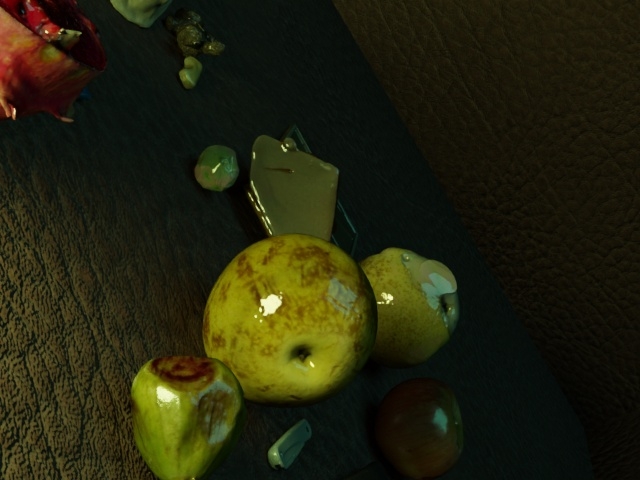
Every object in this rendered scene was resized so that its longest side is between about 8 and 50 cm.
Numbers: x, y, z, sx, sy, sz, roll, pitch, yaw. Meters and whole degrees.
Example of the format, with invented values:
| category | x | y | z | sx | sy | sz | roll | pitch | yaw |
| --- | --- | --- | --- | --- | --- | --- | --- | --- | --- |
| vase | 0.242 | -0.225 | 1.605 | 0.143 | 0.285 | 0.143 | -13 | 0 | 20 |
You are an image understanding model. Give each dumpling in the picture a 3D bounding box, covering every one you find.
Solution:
| category | x | y | z | sx | sy | sz | roll | pitch | yaw |
| --- | --- | --- | --- | --- | --- | --- | --- | --- | --- |
| dumpling | -0.325 | -0.467 | 1.800 | 0.111 | 0.181 | 0.155 | 33 | -48 | 52 |

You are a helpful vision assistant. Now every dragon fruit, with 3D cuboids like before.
| category | x | y | z | sx | sy | sz | roll | pitch | yaw |
| --- | --- | --- | --- | --- | --- | --- | --- | --- | --- |
| dragon fruit | -0.420 | -0.255 | 1.049 | 0.371 | 0.249 | 0.386 | 56 | 9 | 28 |

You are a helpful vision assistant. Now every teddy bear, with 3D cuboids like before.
| category | x | y | z | sx | sy | sz | roll | pitch | yaw |
| --- | --- | --- | --- | --- | --- | --- | --- | --- | --- |
| teddy bear | -0.254 | -0.402 | 1.943 | 0.119 | 0.078 | 0.160 | 21 | 25 | -33 |

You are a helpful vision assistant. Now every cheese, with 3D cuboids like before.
| category | x | y | z | sx | sy | sz | roll | pitch | yaw |
| --- | --- | --- | --- | --- | --- | --- | --- | --- | --- |
| cheese | -0.254 | -0.327 | 1.899 | 0.044 | 0.030 | 0.083 | 59 | 24 | -33 |

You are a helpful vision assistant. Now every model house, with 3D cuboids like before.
| category | x | y | z | sx | sy | sz | roll | pitch | yaw |
| --- | --- | --- | --- | --- | --- | --- | --- | --- | --- |
| model house | -0.054 | -0.076 | 1.934 | 0.229 | 0.200 | 0.219 | 101 | 7 | -81 |

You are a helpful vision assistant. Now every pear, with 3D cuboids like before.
| category | x | y | z | sx | sy | sz | roll | pitch | yaw |
| --- | --- | --- | --- | --- | --- | --- | --- | --- | --- |
| pear | -0.048 | 0.120 | 1.495 | 0.280 | 0.281 | 0.280 | 52 | 22 | -32 |
| pear | 0.167 | 0.145 | 2.127 | 0.271 | 0.271 | 0.271 | 52 | 22 | -32 |

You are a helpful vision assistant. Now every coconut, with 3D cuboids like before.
| category | x | y | z | sx | sy | sz | roll | pitch | yaw |
| --- | --- | --- | --- | --- | --- | --- | --- | --- | --- |
| coconut | -0.185 | -0.128 | 1.754 | 0.083 | 0.081 | 0.082 | -18 | 80 | -26 |

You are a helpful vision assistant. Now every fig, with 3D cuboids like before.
| category | x | y | z | sx | sy | sz | roll | pitch | yaw |
| --- | --- | --- | --- | --- | --- | --- | --- | --- | --- |
| fig | -0.168 | 0.230 | 1.240 | 0.154 | 0.144 | 0.165 | 60 | 32 | -65 |

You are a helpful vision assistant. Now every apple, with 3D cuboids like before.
| category | x | y | z | sx | sy | sz | roll | pitch | yaw |
| --- | --- | --- | --- | --- | --- | --- | --- | --- | --- |
| apple | 0.202 | 0.384 | 1.995 | 0.209 | 0.164 | 0.209 | -13 | 90 | -72 |

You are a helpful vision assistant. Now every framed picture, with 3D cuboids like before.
| category | x | y | z | sx | sy | sz | roll | pitch | yaw |
| --- | --- | --- | --- | --- | --- | --- | --- | --- | --- |
| framed picture | -0.003 | -0.106 | 2.271 | 0.324 | 0.020 | 0.240 | 60 | 14 | -14 |

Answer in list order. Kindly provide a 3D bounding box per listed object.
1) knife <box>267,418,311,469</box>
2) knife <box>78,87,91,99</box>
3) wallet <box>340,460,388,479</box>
| category | x | y | z | sx | sy | sz | roll | pitch | yaw |
| --- | --- | --- | --- | --- | --- | --- | --- | --- | --- |
| knife | -0.047 | 0.335 | 1.605 | 0.044 | 0.023 | 0.162 | 62 | 19 | 1 |
| knife | -0.408 | -0.226 | 1.368 | 0.044 | 0.026 | 0.296 | 55 | 18 | 9 |
| wallet | 0.068 | 0.490 | 1.686 | 0.321 | 0.044 | 0.170 | 1 | 64 | -66 |
